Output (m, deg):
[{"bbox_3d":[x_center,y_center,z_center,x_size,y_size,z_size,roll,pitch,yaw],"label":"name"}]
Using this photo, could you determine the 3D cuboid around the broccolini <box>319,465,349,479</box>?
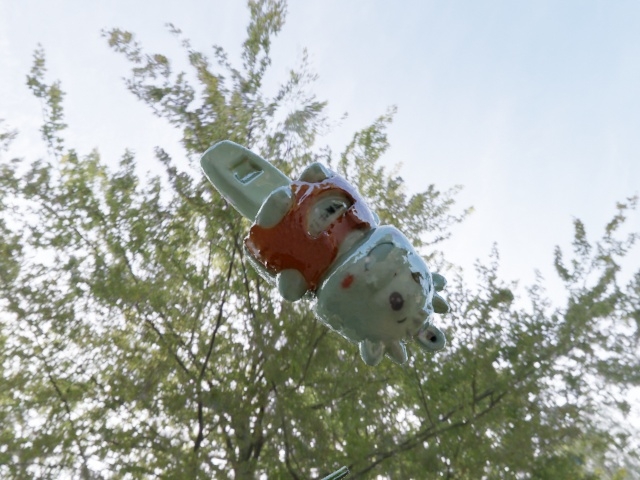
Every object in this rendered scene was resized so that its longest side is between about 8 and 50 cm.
[{"bbox_3d":[-0.066,0.336,0.665,0.218,0.042,0.044,-24,-63,-14],"label":"broccolini"}]

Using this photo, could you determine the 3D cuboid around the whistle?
[{"bbox_3d":[0.001,0.000,0.423,0.253,0.102,0.105,41,-61,16],"label":"whistle"}]
